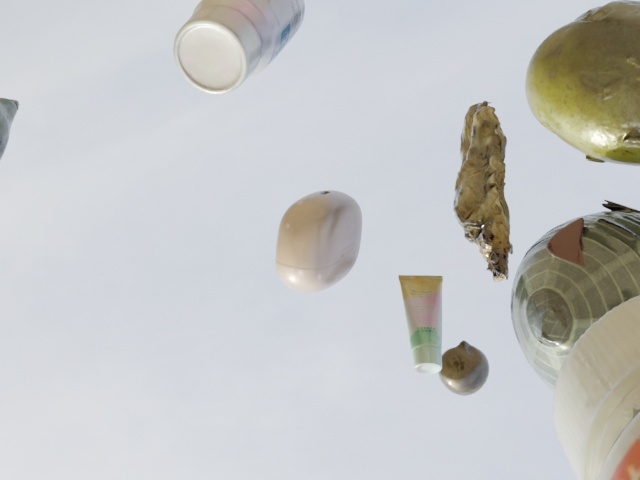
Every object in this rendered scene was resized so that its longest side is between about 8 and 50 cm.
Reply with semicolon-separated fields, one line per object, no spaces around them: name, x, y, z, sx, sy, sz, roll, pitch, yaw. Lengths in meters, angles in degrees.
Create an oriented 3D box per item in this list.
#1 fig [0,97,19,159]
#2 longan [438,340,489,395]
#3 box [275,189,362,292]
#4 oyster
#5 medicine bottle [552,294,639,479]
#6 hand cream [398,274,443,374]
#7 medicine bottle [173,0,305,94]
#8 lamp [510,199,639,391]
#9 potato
fig;-0.461;-0.153;1.218;0.117;0.117;0.177;-4;-141;36
longan;0.282;0.251;1.810;0.113;0.113;0.092;-41;-157;-14
box;0.000;0.000;1.361;0.088;0.145;0.200;12;-164;21
oyster;0.253;-0.082;1.423;0.079;0.128;0.345;10;-127;-14
medicine bottle;0.187;0.123;0.355;0.145;0.144;0.252;-26;-157;10
hand cream;0.170;0.133;1.511;0.076;0.047;0.174;2;-123;-2
medicine bottle;-0.046;-0.122;0.524;0.052;0.052;0.089;-12;-152;28
lamp;0.323;0.083;0.985;0.233;0.233;0.265;-35;-132;-4
potato;0.344;-0.169;0.984;0.197;0.148;0.228;-47;-127;5
